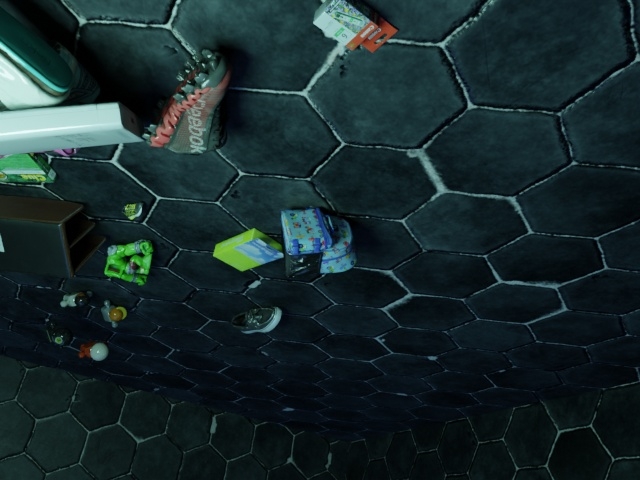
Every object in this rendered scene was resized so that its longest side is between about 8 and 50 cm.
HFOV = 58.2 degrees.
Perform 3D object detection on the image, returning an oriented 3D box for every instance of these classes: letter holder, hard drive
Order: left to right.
[{"bbox_3d":[-0.499,-0.183,0.982,0.353,0.047,0.233,-8,-175,-7],"label":"hard drive"},{"bbox_3d":[-0.731,-0.035,1.461,0.302,0.214,0.152,5,118,6],"label":"letter holder"}]

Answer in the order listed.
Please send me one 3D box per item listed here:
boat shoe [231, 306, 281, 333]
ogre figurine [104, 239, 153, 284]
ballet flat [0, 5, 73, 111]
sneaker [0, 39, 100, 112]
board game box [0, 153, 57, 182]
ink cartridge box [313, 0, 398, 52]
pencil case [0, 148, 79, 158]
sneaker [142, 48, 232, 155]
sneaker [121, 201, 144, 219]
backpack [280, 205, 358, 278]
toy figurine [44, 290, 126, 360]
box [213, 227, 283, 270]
[{"bbox_3d":[-0.216,0.254,1.879,0.076,0.080,0.229,26,153,-31],"label":"boat shoe"},{"bbox_3d":[-0.536,0.061,1.604,0.118,0.096,0.197,7,164,-21],"label":"ogre figurine"},{"bbox_3d":[-0.541,-0.336,0.817,0.139,0.139,0.400,-12,133,31],"label":"ballet flat"},{"bbox_3d":[-0.522,-0.250,1.055,0.283,0.110,0.122,-12,148,31],"label":"sneaker"},{"bbox_3d":[-0.752,-0.182,1.307,0.260,0.030,0.136,2,147,11],"label":"board game box"},{"bbox_3d":[0.054,-0.321,0.861,0.115,0.029,0.063,27,145,-28],"label":"ink cartridge box"},{"bbox_3d":[-0.588,-0.207,1.160,0.209,0.095,0.098,1,128,12],"label":"pencil case"},{"bbox_3d":[-0.207,-0.230,1.017,0.135,0.097,0.276,25,148,-26],"label":"sneaker"},{"bbox_3d":[-0.461,-0.075,1.411,0.035,0.031,0.083,28,144,-30],"label":"sneaker"},{"bbox_3d":[0.000,0.000,1.311,0.173,0.158,0.116,-3,133,-7],"label":"backpack"},{"bbox_3d":[-0.784,0.281,1.926,0.213,0.209,0.148,37,156,-34],"label":"toy figurine"},{"bbox_3d":[-0.182,0.025,1.502,0.178,0.042,0.109,-20,141,39],"label":"box"}]
